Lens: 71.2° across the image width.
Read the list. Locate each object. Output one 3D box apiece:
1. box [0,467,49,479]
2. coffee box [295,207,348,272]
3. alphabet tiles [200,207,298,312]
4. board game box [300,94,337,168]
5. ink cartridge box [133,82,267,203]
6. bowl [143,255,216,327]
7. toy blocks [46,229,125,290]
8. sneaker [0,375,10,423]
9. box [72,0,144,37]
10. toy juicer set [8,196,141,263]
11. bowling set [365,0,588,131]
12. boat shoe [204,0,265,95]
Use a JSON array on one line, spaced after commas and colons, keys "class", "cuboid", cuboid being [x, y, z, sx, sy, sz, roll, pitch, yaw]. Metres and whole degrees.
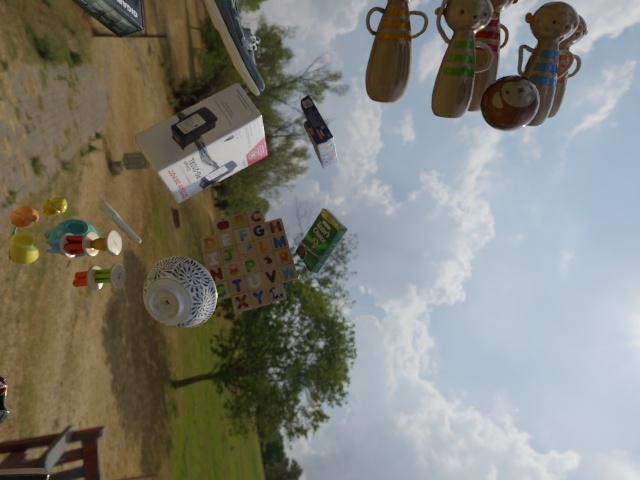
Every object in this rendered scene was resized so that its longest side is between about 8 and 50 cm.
[{"class": "box", "cuboid": [-0.583, 0.530, 0.831, 0.261, 0.103, 0.184, -36, -135, 52]}, {"class": "coffee box", "cuboid": [0.000, 0.000, 1.442, 0.184, 0.041, 0.113, -55, -131, 21]}, {"class": "alphabet tiles", "cuboid": [-0.240, 0.059, 1.494, 0.011, 0.286, 0.342, 96, -22, -67]}, {"class": "board game box", "cuboid": [-0.005, -0.333, 1.453, 0.194, 0.060, 0.194, 65, 0, -63]}, {"class": "ink cartridge box", "cuboid": [-0.243, -0.200, 0.952, 0.100, 0.237, 0.172, 56, -12, 13]}, {"class": "bowl", "cuboid": [-0.318, 0.123, 0.960, 0.080, 0.170, 0.169, -48, 136, -74]}, {"class": "toy blocks", "cuboid": [-0.488, 0.044, 0.923, 0.054, 0.148, 0.123, -40, 126, -80]}, {"class": "sneaker", "cuboid": [-0.842, 0.350, 1.112, 0.271, 0.108, 0.100, 55, -10, 23]}, {"class": "box", "cuboid": [-0.351, -0.433, 0.641, 0.220, 0.051, 0.175, 25, 55, -71]}, {"class": "toy juicer set", "cuboid": [-0.726, -0.036, 1.314, 0.209, 0.329, 0.089, 57, -44, 31]}, {"class": "bowling set", "cuboid": [0.203, -0.209, 0.487, 0.199, 0.287, 0.154, -108, -158, -63]}, {"class": "boat shoe", "cuboid": [-0.221, -0.567, 1.246, 0.319, 0.099, 0.116, 64, -9, -9]}]
